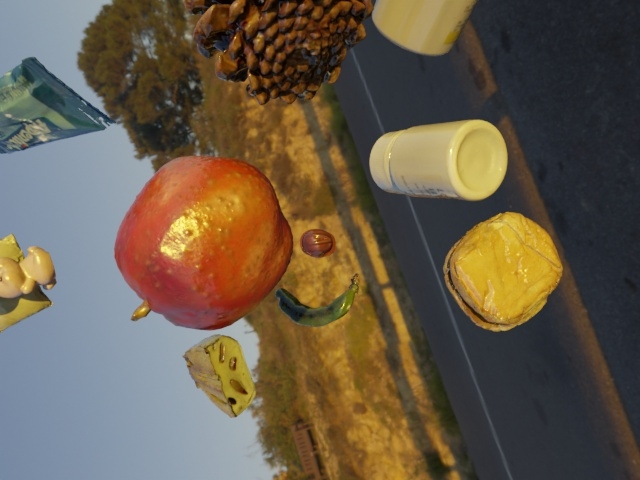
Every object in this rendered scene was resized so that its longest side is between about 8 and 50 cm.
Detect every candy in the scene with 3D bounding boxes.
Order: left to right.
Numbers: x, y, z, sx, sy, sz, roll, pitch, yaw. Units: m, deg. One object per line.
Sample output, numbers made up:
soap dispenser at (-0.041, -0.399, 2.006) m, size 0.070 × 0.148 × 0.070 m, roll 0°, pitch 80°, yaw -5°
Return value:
candy at (-0.572, -0.239, 0.941) m, size 0.187 × 0.331 × 0.077 m, roll 45°, pitch -135°, yaw -53°

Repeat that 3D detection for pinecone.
pinecone at (-0.105, -0.485, 0.993) m, size 0.384 × 0.384 × 0.384 m, roll 162°, pitch 90°, yaw -89°

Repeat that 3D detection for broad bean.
broad bean at (-0.014, 0.182, 1.446) m, size 0.049 × 0.292 × 0.144 m, roll 41°, pitch -136°, yaw -47°

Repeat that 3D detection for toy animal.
toy animal at (-0.776, 0.098, 1.247) m, size 0.124 × 0.212 × 0.124 m, roll 35°, pitch 140°, yaw 36°

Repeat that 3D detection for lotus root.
lotus root at (-0.185, 0.232, 0.913) m, size 0.144 × 0.070 × 0.143 m, roll -1°, pitch 110°, yaw 50°

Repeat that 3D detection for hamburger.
hamburger at (0.450, 0.074, 1.237) m, size 0.259 × 0.283 × 0.144 m, roll 58°, pitch 172°, yaw 8°

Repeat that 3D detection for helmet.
helmet at (0.000, 0.000, 1.455) m, size 0.057 × 0.111 × 0.089 m, roll 131°, pitch 136°, yaw -65°

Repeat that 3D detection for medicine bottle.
medicine bottle at (0.315, -0.221, 1.414) m, size 0.371 × 0.211 × 0.211 m, roll 15°, pitch 126°, yaw 62°
medicine bottle at (0.260, -0.587, 1.045) m, size 0.339 × 0.208 × 0.208 m, roll 116°, pitch 143°, yaw -48°

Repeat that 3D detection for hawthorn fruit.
hawthorn fruit at (-0.196, 0.014, 0.811) m, size 0.275 × 0.299 × 0.275 m, roll 36°, pitch 162°, yaw 14°

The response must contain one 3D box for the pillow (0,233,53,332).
pillow at (-0.828, 0.113, 1.324) m, size 0.050 × 0.148 × 0.229 m, roll 14°, pitch 127°, yaw 57°
